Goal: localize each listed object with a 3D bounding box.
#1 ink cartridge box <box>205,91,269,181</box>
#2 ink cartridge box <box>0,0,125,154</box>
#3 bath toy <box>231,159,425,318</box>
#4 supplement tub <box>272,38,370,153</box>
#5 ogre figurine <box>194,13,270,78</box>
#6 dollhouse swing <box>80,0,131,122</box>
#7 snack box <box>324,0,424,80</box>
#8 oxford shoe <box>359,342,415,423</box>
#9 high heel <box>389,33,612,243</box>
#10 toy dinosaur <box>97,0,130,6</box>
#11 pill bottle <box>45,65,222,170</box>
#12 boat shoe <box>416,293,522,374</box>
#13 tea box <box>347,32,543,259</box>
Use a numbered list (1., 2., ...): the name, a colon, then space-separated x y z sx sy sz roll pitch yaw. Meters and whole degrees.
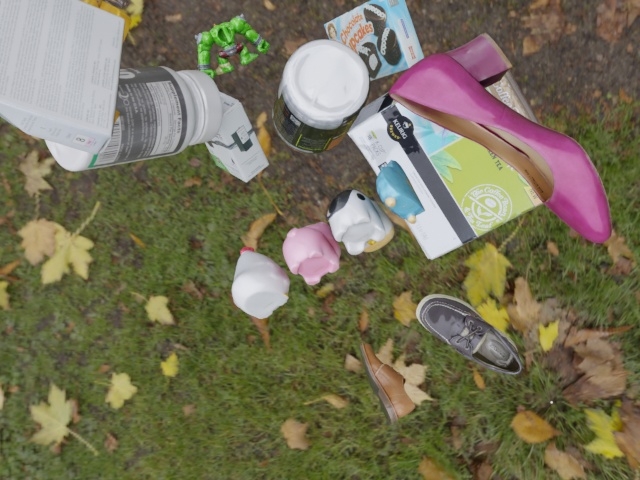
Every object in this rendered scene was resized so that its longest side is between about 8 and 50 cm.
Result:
1. ink cartridge box: -0.240 -0.273 1.951 0.087 0.208 0.153 -41 44 -19
2. ink cartridge box: -0.350 -0.220 0.877 0.066 0.232 0.189 -38 46 49
3. bath toy: 0.000 0.000 1.249 0.348 0.151 0.129 -32 49 13
4. supplement tub: -0.009 -0.337 1.856 0.207 0.338 0.207 2 81 -10
5. ogre figurine: -0.234 -0.498 1.924 0.196 0.118 0.097 -20 29 4
6. dollhouse swing: -0.435 -0.362 1.136 0.304 0.346 0.315 3 69 46
7. snack box: 0.133 -0.513 1.945 0.060 0.322 0.187 -26 102 -23
8. oxford shoe: 0.147 0.310 1.692 0.076 0.076 0.212 -22 50 -8
9. high heel: 0.268 -0.124 1.130 0.181 0.127 0.377 -31 75 -11
10. toy dinosaur: -0.404 -0.582 1.544 0.127 0.200 0.296 41 100 -19
11. pill bottle: -0.409 -0.278 1.669 0.204 0.361 0.204 16 113 41
12. boat shoe: 0.345 0.215 1.701 0.285 0.092 0.103 34 95 -18
13. tea box: 0.288 -0.197 1.571 0.323 0.220 0.329 -30 104 21
